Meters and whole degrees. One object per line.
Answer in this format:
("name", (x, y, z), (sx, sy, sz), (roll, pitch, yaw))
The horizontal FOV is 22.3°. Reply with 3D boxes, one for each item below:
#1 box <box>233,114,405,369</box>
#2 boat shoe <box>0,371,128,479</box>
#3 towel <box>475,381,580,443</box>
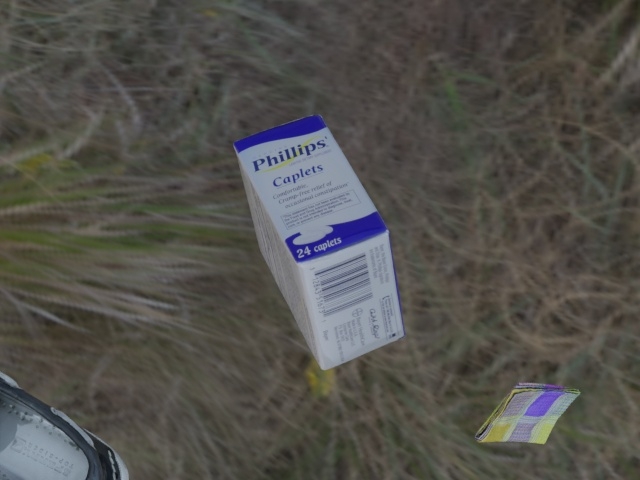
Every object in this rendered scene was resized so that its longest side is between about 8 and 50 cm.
("box", (0.000, 0.000, 1.194), (0.072, 0.137, 0.126), (-22, 139, -9))
("boat shoe", (-0.309, 0.155, 1.418), (0.302, 0.091, 0.114), (18, 75, 13))
("towel", (0.159, 0.134, 1.248), (0.083, 0.009, 0.060), (9, 123, -44))
